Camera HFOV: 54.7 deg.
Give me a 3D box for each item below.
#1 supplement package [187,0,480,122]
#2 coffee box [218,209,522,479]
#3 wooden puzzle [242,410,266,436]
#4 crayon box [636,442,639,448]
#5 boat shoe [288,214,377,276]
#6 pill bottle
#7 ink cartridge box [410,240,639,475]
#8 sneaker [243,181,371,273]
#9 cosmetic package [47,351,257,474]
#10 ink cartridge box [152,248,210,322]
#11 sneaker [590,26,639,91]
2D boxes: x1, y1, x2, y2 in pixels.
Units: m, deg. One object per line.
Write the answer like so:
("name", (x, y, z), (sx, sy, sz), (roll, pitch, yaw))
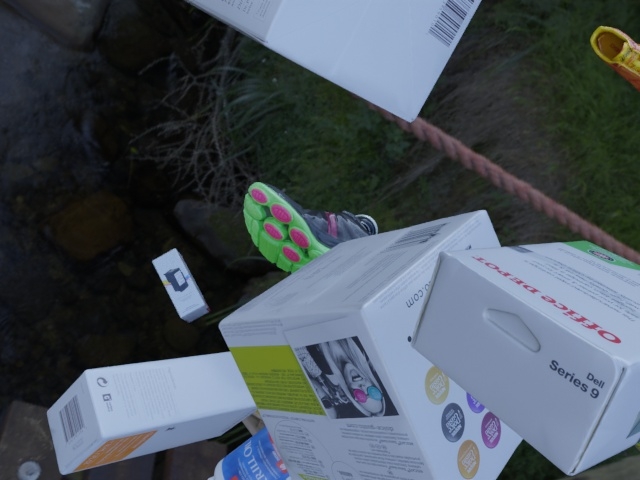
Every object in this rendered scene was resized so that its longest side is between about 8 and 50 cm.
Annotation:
("supplement package", (-0.008, -0.271, 0.564), (0.198, 0.199, 0.262), (13, 20, -47))
("coffee box", (0.111, 0.189, 0.994), (0.337, 0.338, 0.334), (-32, 102, -41))
("wooden puzzle", (-0.124, 0.583, 1.827), (0.044, 0.238, 0.221), (-48, 126, -31))
("crayon box", (0.650, 0.361, 1.288), (0.323, 0.083, 0.203), (44, 9, -21))
("boat shoe", (0.025, 0.032, 1.904), (0.113, 0.340, 0.127), (-32, 95, -55))
("pill bottle", (-0.131, 0.464, 1.229), (0.124, 0.221, 0.124), (49, 7, -9))
("ink cartridge box", (0.272, 0.098, 0.652), (0.289, 0.122, 0.211), (-2, 27, -38))
("sneaker", (0.000, 0.000, 1.690), (0.482, 0.185, 0.202), (35, 35, -10))
("cosmetic package", (-0.389, 0.408, 1.513), (0.453, 0.230, 0.162), (2, 55, -47))
("ink cartridge box", (-0.374, 0.124, 1.670), (0.072, 0.127, 0.175), (-29, 79, -9))
("sneaker", (0.477, -0.261, 0.931), (0.067, 0.064, 0.175), (-7, 44, -45))
